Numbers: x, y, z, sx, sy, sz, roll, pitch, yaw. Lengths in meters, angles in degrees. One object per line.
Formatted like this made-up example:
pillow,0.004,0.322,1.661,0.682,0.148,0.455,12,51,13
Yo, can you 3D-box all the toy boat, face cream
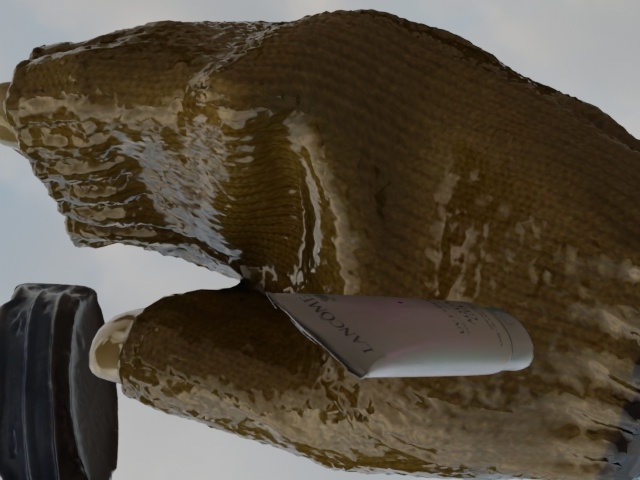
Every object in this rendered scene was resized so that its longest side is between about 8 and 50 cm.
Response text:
toy boat,-0.273,0.157,1.355,0.129,0.142,0.309,56,-161,-46
face cream,0.028,0.029,0.423,0.038,0.020,0.115,41,-161,30

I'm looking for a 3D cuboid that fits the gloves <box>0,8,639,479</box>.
gloves,0.012,-0.002,0.649,0.356,0.203,0.155,18,-157,10
